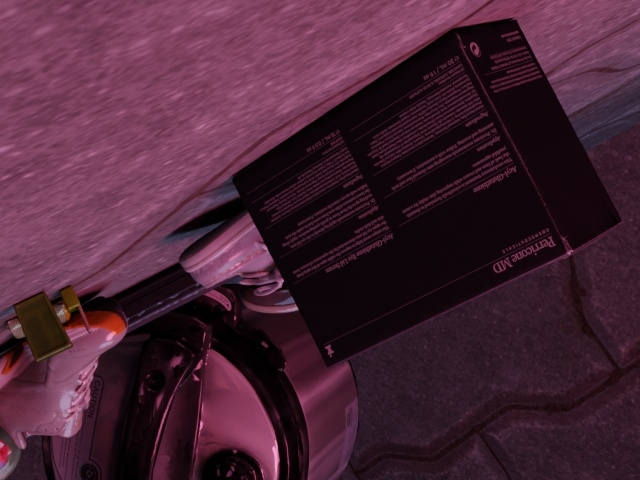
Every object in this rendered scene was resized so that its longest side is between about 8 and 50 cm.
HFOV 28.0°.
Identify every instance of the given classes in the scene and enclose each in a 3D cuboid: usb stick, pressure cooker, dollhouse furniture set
[{"bbox_3d":[-0.184,0.064,1.506,0.278,0.045,0.077,-27,177,10],"label":"usb stick"},{"bbox_3d":[-0.161,0.251,1.726,0.375,0.370,0.420,-31,177,18],"label":"pressure cooker"},{"bbox_3d":[-0.267,0.090,1.275,0.076,0.059,0.152,-25,175,-12],"label":"dollhouse furniture set"}]

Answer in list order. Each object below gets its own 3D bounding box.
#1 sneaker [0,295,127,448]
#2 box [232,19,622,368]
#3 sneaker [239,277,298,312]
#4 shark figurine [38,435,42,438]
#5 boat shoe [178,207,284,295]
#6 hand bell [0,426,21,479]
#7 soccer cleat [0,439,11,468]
[{"bbox_3d":[-0.282,0.152,1.428,0.262,0.121,0.099,-29,-175,42],"label":"sneaker"},{"bbox_3d":[0.079,-0.032,1.037,0.261,0.184,0.103,-29,174,39],"label":"box"},{"bbox_3d":[0.000,0.000,1.513,0.222,0.083,0.118,-21,132,-8],"label":"sneaker"},{"bbox_3d":[-0.459,0.298,2.196,0.278,0.116,0.166,-27,177,31],"label":"shark figurine"},{"bbox_3d":[-0.006,-0.008,1.324,0.118,0.103,0.320,-30,174,42],"label":"boat shoe"},{"bbox_3d":[-0.513,0.301,1.794,0.126,0.126,0.242,-26,177,2],"label":"hand bell"},{"bbox_3d":[-0.421,0.215,1.395,0.095,0.083,0.248,-40,158,-5],"label":"soccer cleat"}]
